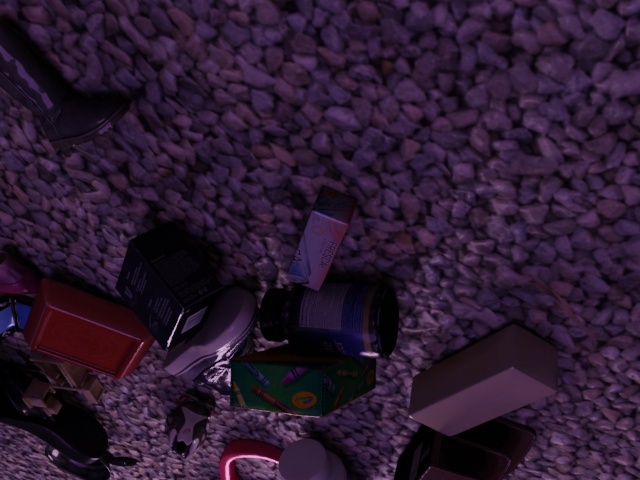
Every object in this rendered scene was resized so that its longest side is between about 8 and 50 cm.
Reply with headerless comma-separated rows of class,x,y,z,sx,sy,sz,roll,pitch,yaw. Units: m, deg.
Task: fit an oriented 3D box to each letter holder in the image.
letter holder,0.282,0.477,1.580,0.214,0.152,0.302,19,139,0

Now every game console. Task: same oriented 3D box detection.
game console,-0.663,0.187,1.719,0.085,0.124,0.144,41,143,19

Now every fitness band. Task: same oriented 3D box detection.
fitness band,-0.147,0.588,1.960,0.208,0.054,0.291,16,138,11

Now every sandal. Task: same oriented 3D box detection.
sandal,-0.683,0.383,1.911,0.107,0.168,0.445,-39,122,18

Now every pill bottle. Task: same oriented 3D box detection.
pill bottle,0.014,0.131,1.338,0.219,0.123,0.123,1,135,22
pill bottle,0.000,0.571,1.798,0.152,0.152,0.272,-1,134,24

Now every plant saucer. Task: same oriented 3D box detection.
plant saucer,-0.487,0.201,1.657,0.259,0.048,0.258,24,139,-15

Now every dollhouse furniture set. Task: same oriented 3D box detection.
dollhouse furniture set,-0.605,0.347,1.805,0.101,0.161,0.182,3,135,20

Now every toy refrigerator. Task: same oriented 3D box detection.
toy refrigerator,0.278,0.246,1.376,0.102,0.094,0.269,29,140,-19

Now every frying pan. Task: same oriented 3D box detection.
frying pan,-0.634,0.582,2.157,0.197,0.053,0.326,36,135,-17

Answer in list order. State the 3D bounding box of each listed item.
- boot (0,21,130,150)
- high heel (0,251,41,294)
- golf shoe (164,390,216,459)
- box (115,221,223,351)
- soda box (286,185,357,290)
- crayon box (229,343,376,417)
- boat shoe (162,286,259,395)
boot,-0.406,-0.238,1.166,0.189,0.076,0.209,-14,122,31
high heel,-0.686,0.080,1.626,0.244,0.082,0.117,-11,137,25
golf shoe,-0.323,0.456,1.838,0.105,0.120,0.273,20,141,-2
box,-0.267,0.081,1.380,0.158,0.093,0.156,48,141,13
soda box,0.000,0.000,1.251,0.062,0.058,0.183,22,139,-1
crayon box,-0.021,0.233,1.368,0.165,0.081,0.278,2,180,21
boat shoe,-0.164,0.200,1.505,0.158,0.127,0.340,30,147,-19
